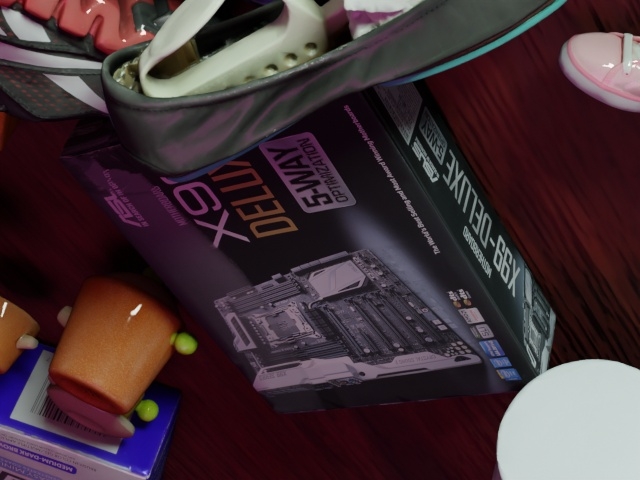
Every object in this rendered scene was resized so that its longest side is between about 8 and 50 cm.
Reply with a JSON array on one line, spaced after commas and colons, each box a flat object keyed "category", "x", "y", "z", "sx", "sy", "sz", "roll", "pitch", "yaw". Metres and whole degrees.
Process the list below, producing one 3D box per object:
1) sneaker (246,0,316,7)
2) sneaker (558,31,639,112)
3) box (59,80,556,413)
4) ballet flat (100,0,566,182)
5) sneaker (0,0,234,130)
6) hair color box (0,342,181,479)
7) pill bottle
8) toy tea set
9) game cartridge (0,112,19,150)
[{"category": "sneaker", "x": -0.098, "y": -0.193, "z": 0.641, "sx": 0.236, "sy": 0.104, "sz": 0.095, "roll": 34, "pitch": 136, "yaw": -20}, {"category": "sneaker", "x": 0.209, "y": -0.104, "z": 0.656, "sx": 0.134, "sy": 0.051, "sz": 0.070, "roll": 19, "pitch": 139, "yaw": -3}, {"category": "box", "x": 0.000, "y": 0.000, "z": 0.837, "sx": 0.242, "sy": 0.076, "sz": 0.307, "roll": -10, "pitch": 132, "yaw": 31}, {"category": "ballet flat", "x": 0.004, "y": -0.119, "z": 0.626, "sx": 0.280, "sy": 0.095, "sz": 0.096, "roll": -26, "pitch": 132, "yaw": 10}, {"category": "sneaker", "x": -0.188, "y": -0.139, "z": 0.679, "sx": 0.276, "sy": 0.097, "sz": 0.135, "roll": 21, "pitch": 134, "yaw": -37}, {"category": "hair color box", "x": -0.267, "y": 0.253, "z": 1.213, "sx": 0.185, "sy": 0.110, "sz": 0.339, "roll": 19, "pitch": 142, "yaw": 0}, {"category": "pill bottle", "x": 0.221, "y": 0.208, "z": 0.862, "sx": 0.169, "sy": 0.169, "sz": 0.301, "roll": 1, "pitch": 150, "yaw": 22}, {"category": "toy tea set", "x": -0.259, "y": 0.039, "z": 0.983, "sx": 0.336, "sy": 0.124, "sz": 0.200, "roll": 32, "pitch": 156, "yaw": -11}, {"category": "game cartridge", "x": -0.350, "y": -0.202, "z": 0.779, "sx": 0.324, "sy": 0.052, "sz": 0.285, "roll": 23, "pitch": 140, "yaw": -2}]
